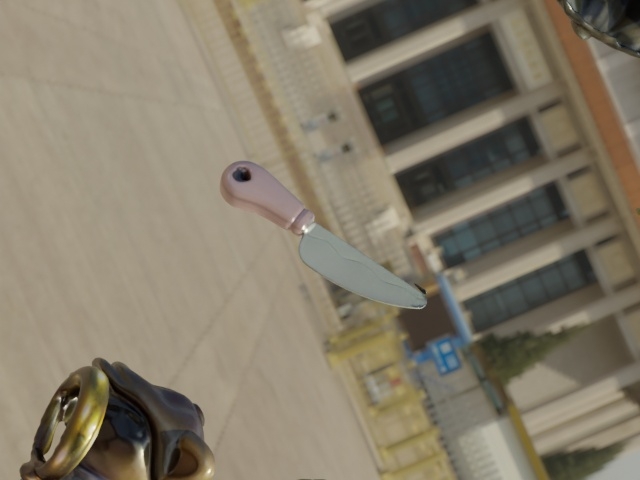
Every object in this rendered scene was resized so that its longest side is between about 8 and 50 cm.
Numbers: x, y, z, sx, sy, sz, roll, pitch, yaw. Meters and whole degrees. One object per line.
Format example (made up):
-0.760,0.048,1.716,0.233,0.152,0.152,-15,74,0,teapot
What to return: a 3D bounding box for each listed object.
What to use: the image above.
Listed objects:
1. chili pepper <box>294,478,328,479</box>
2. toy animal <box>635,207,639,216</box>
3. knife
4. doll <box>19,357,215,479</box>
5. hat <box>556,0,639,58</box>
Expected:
-0.033,0.464,1.788,0.233,0.248,0.257,2,57,-48,chili pepper
0.490,-0.091,1.697,0.073,0.181,0.136,-130,-140,-66,toy animal
-0.002,0.002,1.834,0.336,0.081,0.043,35,-33,12,knife
-0.282,0.289,1.504,0.209,0.340,0.318,43,0,-4,doll
0.343,-0.328,1.096,0.366,0.257,0.382,48,45,-21,hat
